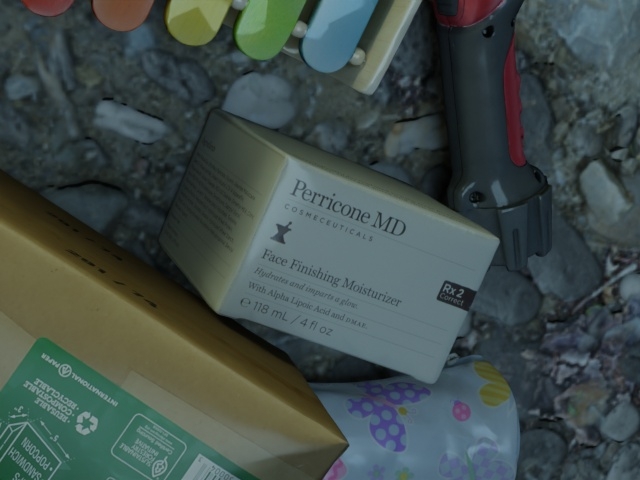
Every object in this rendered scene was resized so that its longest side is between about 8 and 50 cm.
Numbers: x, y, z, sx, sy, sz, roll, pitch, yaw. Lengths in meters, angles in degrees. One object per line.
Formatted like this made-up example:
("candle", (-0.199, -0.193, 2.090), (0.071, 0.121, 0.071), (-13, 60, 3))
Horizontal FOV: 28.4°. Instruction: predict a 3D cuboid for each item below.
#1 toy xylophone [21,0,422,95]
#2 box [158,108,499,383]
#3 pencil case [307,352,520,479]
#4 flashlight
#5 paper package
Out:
("toy xylophone", (-0.065, -0.245, 0.888), (0.323, 0.081, 0.236), (14, 103, -24))
("box", (0.000, 0.000, 0.934), (0.181, 0.182, 0.119), (20, 98, -24))
("pencil case", (0.027, 0.164, 1.031), (0.273, 0.113, 0.124), (-4, 98, -20))
("flashlight", (0.140, -0.131, 1.002), (0.103, 0.103, 0.304), (-4, 114, 13))
("paper package", (-0.177, 0.077, 0.777), (0.325, 0.309, 0.168), (34, 89, -9))
